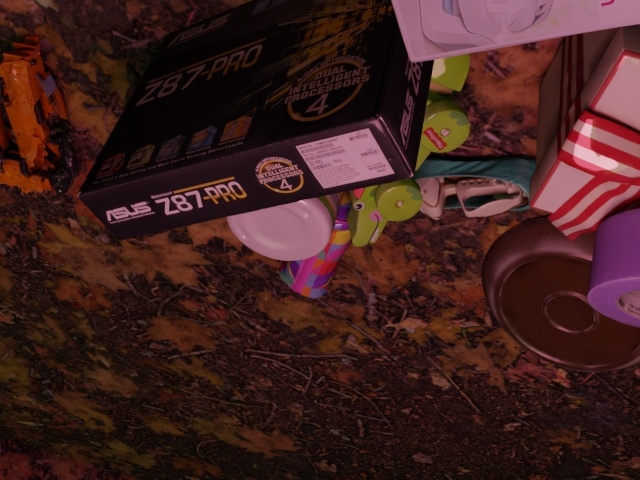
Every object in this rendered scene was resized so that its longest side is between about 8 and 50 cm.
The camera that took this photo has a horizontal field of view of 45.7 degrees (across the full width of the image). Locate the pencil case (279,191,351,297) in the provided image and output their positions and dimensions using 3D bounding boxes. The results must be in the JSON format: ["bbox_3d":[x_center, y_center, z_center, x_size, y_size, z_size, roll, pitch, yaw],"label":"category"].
[{"bbox_3d":[0.000,0.000,1.246,0.105,0.104,0.236,18,141,-2],"label":"pencil case"}]

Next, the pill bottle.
[{"bbox_3d":[-0.027,-0.105,1.017,0.137,0.245,0.136,10,139,8],"label":"pill bottle"}]

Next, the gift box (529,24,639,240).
[{"bbox_3d":[0.385,-0.128,0.842,0.255,0.258,0.276,13,139,4],"label":"gift box"}]

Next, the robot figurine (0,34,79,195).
[{"bbox_3d":[-0.486,-0.190,1.201,0.211,0.085,0.291,12,140,5],"label":"robot figurine"}]

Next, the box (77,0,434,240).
[{"bbox_3d":[-0.063,-0.172,0.896,0.395,0.318,0.097,-10,134,30],"label":"box"}]

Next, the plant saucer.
[{"bbox_3d":[0.399,0.102,1.199,0.311,0.050,0.310,19,135,20],"label":"plant saucer"}]

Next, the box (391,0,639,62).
[{"bbox_3d":[0.197,-0.301,0.702,0.231,0.261,0.126,-4,136,24],"label":"box"}]

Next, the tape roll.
[{"bbox_3d":[0.388,0.037,0.810,0.189,0.080,0.189,12,162,4],"label":"tape roll"}]

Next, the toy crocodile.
[{"bbox_3d":[0.104,-0.130,1.015,0.105,0.115,0.340,12,133,-19],"label":"toy crocodile"}]

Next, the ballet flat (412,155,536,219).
[{"bbox_3d":[0.196,-0.073,1.101,0.248,0.087,0.083,-2,137,22],"label":"ballet flat"}]
